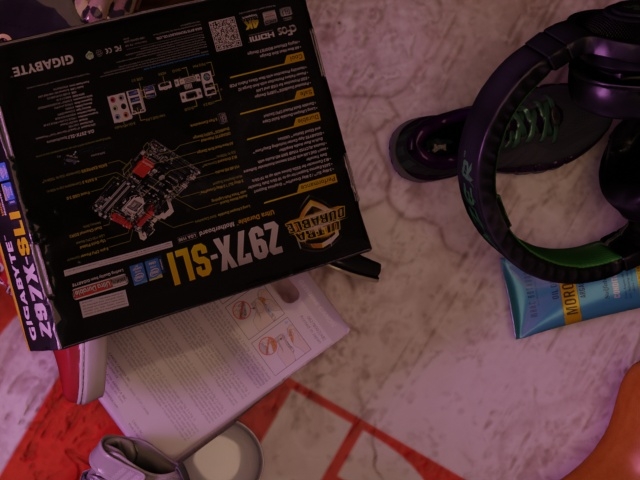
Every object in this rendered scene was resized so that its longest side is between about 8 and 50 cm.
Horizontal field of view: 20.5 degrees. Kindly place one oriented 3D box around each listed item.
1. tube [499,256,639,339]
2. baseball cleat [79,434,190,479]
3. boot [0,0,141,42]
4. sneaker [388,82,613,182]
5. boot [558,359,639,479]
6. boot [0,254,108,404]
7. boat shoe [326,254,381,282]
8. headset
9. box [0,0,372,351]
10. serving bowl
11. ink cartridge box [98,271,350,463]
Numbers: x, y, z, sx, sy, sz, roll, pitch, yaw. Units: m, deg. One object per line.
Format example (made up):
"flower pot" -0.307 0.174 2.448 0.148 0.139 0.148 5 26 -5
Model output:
"tube" 0.282 0.040 1.715 0.207 0.052 0.080 -10 78 -2
"baseball cleat" -0.208 0.227 1.599 0.206 0.072 0.109 -8 108 15
"boot" -0.326 -0.173 1.599 0.284 0.138 0.377 20 80 -6
"sneaker" 0.180 -0.099 1.676 0.224 0.098 0.083 -15 90 -7
"boot" 0.224 0.257 1.669 0.211 0.104 0.295 1 92 -8
"boot" -0.279 0.032 1.557 0.176 0.088 0.244 -8 86 -15
"boat shoe" 0.000 0.000 1.674 0.133 0.049 0.042 26 93 -2
"headset" 0.302 -0.126 1.660 0.394 0.185 0.243 -28 119 -7
"box" -0.131 -0.071 1.532 0.322 0.079 0.257 -18 97 -31
"serving bowl" -0.094 0.208 1.663 0.083 0.027 0.083 0 81 -1
"ink cartridge box" -0.114 0.082 1.644 0.225 0.056 0.181 -36 83 -10
